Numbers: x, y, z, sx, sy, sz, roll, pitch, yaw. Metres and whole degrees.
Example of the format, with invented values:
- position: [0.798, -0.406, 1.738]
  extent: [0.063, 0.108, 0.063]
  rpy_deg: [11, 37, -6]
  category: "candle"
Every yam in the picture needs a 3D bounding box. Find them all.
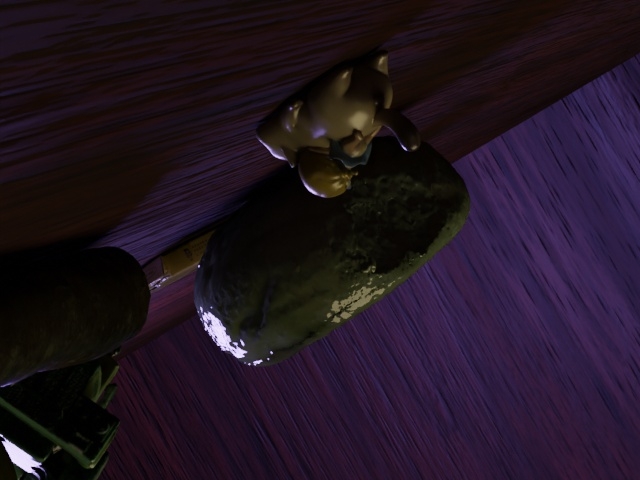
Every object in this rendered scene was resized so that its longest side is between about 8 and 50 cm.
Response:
- position: [-0.139, 0.038, 0.771]
  extent: [0.061, 0.061, 0.274]
  rpy_deg: [-30, 177, 10]
  category: "yam"

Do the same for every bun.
- position: [-0.001, 0.001, 1.176]
  extent: [0.221, 0.108, 0.221]
  rpy_deg: [-38, -179, 1]
  category: "bun"

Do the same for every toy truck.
- position: [-0.186, 0.094, 1.002]
  extent: [0.135, 0.128, 0.259]
  rpy_deg: [-56, -174, -19]
  category: "toy truck"

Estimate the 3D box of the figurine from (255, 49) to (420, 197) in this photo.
- position: [0.008, -0.049, 0.768]
  extent: [0.047, 0.050, 0.083]
  rpy_deg: [-21, 173, -40]
  category: "figurine"

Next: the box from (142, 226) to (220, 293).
- position: [-0.088, 0.006, 1.293]
  extent: [0.149, 0.020, 0.073]
  rpy_deg: [-28, 179, -41]
  category: "box"

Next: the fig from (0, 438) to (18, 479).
- position: [-0.259, 0.156, 0.740]
  extent: [0.259, 0.151, 0.151]
  rpy_deg: [-28, 178, -17]
  category: "fig"
